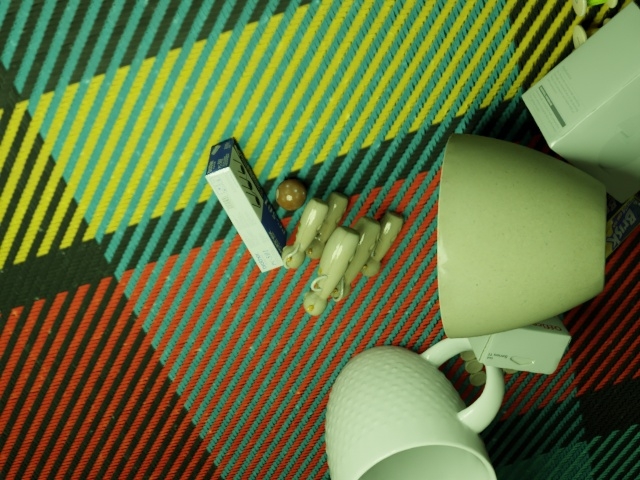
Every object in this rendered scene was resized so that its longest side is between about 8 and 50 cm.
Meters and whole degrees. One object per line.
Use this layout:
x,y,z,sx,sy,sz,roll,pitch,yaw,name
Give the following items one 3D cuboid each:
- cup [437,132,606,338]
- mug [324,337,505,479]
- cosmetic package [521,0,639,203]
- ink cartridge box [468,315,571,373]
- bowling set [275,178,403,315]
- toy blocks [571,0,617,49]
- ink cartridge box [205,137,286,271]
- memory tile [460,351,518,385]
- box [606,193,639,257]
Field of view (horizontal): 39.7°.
0.325,-0.006,1.398,0.237,0.331,0.331,1,124,15,cup
0.177,0.326,1.616,0.374,0.328,0.276,-43,119,16,mug
0.488,-0.214,1.409,0.224,0.138,0.225,28,123,-37,cosmetic package
0.336,0.136,1.595,0.153,0.208,0.087,9,119,-15,ink cartridge box
0.000,0.000,1.500,0.200,0.287,0.154,31,109,20,bowling set
0.478,-0.364,1.402,0.148,0.054,0.123,-14,123,-1,toy blocks
-0.120,-0.057,1.464,0.046,0.097,0.207,-19,122,13,ink cartridge box
0.335,0.223,1.765,0.113,0.012,0.148,-22,122,4,memory tile
0.520,-0.019,1.622,0.059,0.054,0.169,29,112,-24,box
